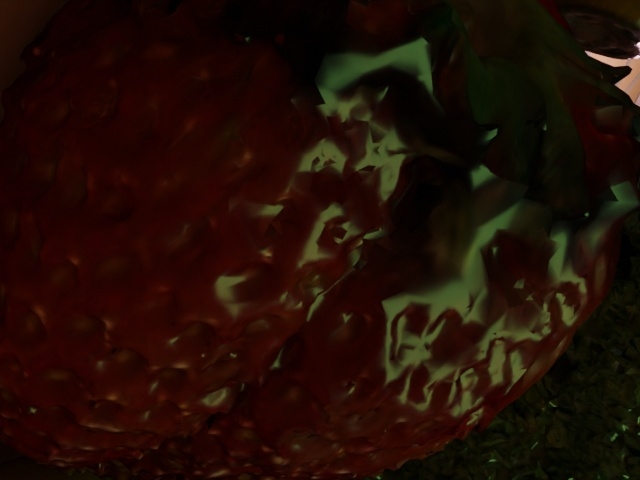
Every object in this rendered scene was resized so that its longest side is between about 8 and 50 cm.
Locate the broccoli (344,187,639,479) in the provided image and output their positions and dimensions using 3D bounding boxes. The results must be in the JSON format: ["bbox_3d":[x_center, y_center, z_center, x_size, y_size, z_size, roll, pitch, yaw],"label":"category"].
[{"bbox_3d":[0.129,0.126,0.691,0.321,0.310,0.413,-47,122,-42],"label":"broccoli"}]

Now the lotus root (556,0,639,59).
[{"bbox_3d":[0.192,-0.215,0.777,0.188,0.199,0.180,24,78,-39],"label":"lotus root"}]

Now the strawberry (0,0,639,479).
[{"bbox_3d":[-0.022,-0.007,0.492,0.288,0.250,0.238,-55,-156,32],"label":"strawberry"}]

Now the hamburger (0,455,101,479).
[{"bbox_3d":[-0.160,0.296,0.538,0.396,0.277,0.396,-54,168,-17],"label":"hamburger"}]
